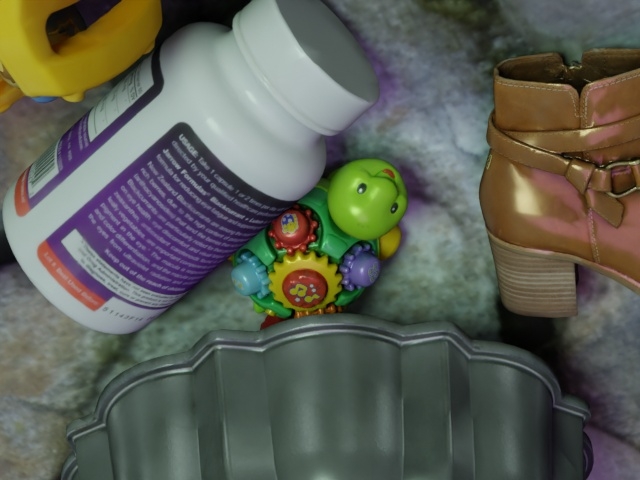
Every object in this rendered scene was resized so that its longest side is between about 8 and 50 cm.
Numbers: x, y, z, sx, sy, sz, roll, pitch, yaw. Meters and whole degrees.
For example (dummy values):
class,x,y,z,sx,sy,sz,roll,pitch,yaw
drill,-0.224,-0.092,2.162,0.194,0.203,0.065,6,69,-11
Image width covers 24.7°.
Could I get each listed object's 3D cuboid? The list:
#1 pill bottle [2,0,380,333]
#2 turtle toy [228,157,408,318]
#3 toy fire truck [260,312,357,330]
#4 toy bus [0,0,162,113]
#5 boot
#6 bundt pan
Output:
class,x,y,z,sx,sy,sz,roll,pitch,yaw
pill bottle,-0.066,-0.045,0.763,0.193,0.108,0.108,-38,117,24
turtle toy,0.000,0.000,0.818,0.095,0.066,0.130,30,120,-19
toy fire truck,-0.010,0.106,0.904,0.192,0.047,0.135,19,124,-14
toy bus,-0.132,-0.133,0.637,0.211,0.149,0.220,20,128,17
boot,0.186,-0.035,0.794,0.197,0.073,0.152,-6,121,1
bundt pan,0.008,0.186,0.862,0.331,0.124,0.331,-2,140,-2
